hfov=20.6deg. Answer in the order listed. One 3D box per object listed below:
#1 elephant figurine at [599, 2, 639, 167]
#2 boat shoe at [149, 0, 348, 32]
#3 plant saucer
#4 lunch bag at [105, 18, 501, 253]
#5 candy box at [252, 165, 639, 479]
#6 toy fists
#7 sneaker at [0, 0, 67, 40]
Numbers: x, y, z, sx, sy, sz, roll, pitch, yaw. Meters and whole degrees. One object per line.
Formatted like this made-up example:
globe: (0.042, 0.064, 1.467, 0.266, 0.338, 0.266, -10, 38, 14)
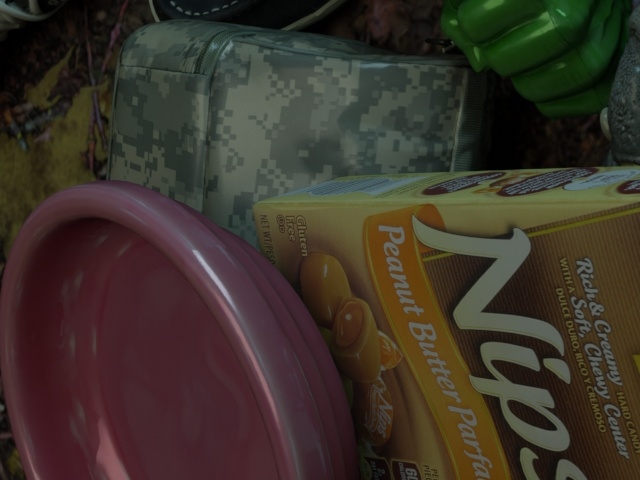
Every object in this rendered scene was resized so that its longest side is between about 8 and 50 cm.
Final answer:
elephant figurine: (0.220, -0.009, 1.123, 0.169, 0.186, 0.239, 27, 80, 2)
boat shoe: (0.019, -0.312, 1.283, 0.500, 0.156, 0.187, -37, 69, 35)
plant saucer: (-0.086, 0.119, 1.117, 0.332, 0.084, 0.332, 25, 123, 45)
lunch bag: (0.000, 0.000, 1.255, 0.256, 0.212, 0.305, 10, 96, 41)
candy box: (0.108, 0.055, 1.005, 0.316, 0.087, 0.183, 1, 105, 47)
toy fists: (0.103, -0.198, 1.135, 0.096, 0.142, 0.279, -30, 109, 25)
sneaker: (-0.310, -0.185, 1.544, 0.257, 0.169, 0.448, 13, 118, 17)
